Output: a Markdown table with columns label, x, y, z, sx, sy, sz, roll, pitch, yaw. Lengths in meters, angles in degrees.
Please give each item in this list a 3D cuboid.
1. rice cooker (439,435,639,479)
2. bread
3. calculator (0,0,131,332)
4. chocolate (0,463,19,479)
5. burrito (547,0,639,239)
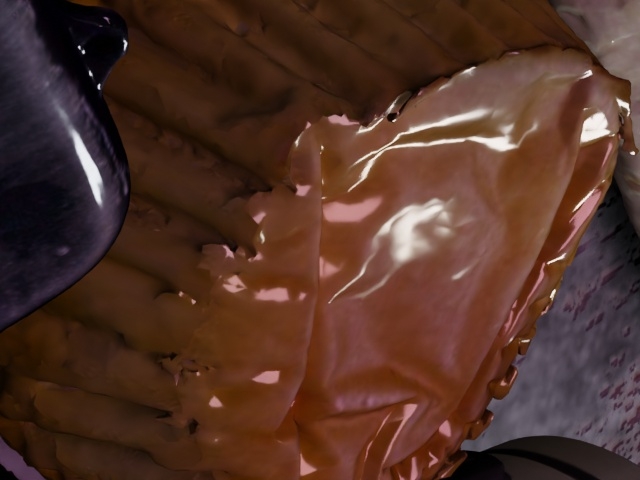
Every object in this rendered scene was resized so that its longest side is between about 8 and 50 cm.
| label | x | y | z | sx | sy | sz | roll | pitch | yaw |
| --- | --- | --- | --- | --- | --- | --- | --- | --- | --- |
| rice cooker | 0.061 | 0.194 | 0.567 | 0.244 | 0.226 | 0.226 | -14 | 111 | -33 |
| bread | -0.003 | 0.000 | 0.497 | 0.240 | 0.139 | 0.240 | -26 | 134 | -30 |
| calculator | -0.168 | 0.004 | 0.341 | 0.268 | 0.040 | 0.177 | -26 | 146 | -3 |
| chocolate | -0.153 | 0.077 | 0.480 | 0.086 | 0.028 | 0.182 | -44 | 127 | -19 |
| burrito | 0.198 | -0.053 | 0.686 | 0.143 | 0.105 | 0.299 | -42 | 127 | -18 |
